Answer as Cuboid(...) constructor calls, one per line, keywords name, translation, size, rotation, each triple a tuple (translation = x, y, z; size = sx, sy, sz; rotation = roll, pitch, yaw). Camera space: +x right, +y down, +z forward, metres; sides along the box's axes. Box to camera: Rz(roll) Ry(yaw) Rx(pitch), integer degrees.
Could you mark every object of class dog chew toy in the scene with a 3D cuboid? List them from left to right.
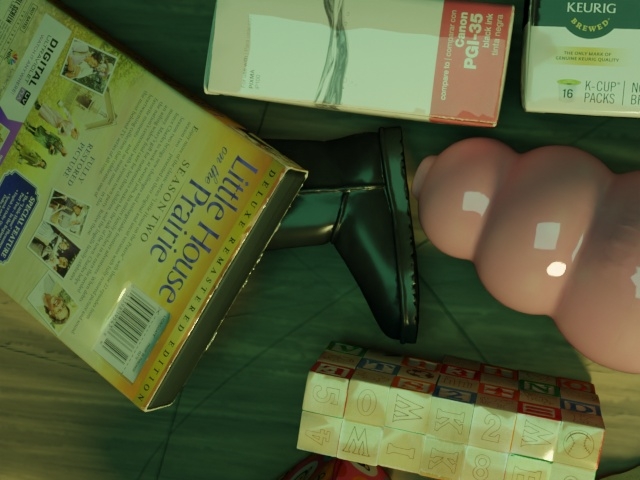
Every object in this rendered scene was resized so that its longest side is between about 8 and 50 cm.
Cuboid(name="dog chew toy", translation=(0.249, -0.003, 1.044), size=(0.332, 0.206, 0.206), rotation=(25, 101, 14))

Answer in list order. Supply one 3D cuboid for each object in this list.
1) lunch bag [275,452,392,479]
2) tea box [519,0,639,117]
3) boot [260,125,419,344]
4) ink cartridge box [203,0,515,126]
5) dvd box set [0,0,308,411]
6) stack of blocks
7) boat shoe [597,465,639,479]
Cuboid(name="lunch bag", translation=(-0.051, 0.353, 1.108), size=(0.293, 0.258, 0.120), rotation=(-42, 89, 13))
Cuboid(name="tea box", translation=(0.363, -0.274, 0.970), size=(0.329, 0.220, 0.323), rotation=(5, 99, 9))
Cuboid(name="boot", translation=(0.000, 0.000, 1.133), size=(0.207, 0.094, 0.246), rotation=(-7, 90, 7))
Cuboid(name="ink cartridge box", translation=(0.047, -0.187, 1.043), size=(0.283, 0.207, 0.117), rotation=(8, 98, 9))
Cuboid(name="dvd box set", translation=(-0.255, -0.059, 1.133), size=(0.420, 0.062, 0.307), rotation=(35, 103, 20))
Cuboid(name="stack of blocks", translation=(0.140, 0.186, 1.096), size=(0.297, 0.171, 0.087), rotation=(10, 99, 9))
Cuboid(name="boat shoe", translation=(0.358, 0.279, 1.137), size=(0.133, 0.049, 0.042), rotation=(-17, 122, 5))
